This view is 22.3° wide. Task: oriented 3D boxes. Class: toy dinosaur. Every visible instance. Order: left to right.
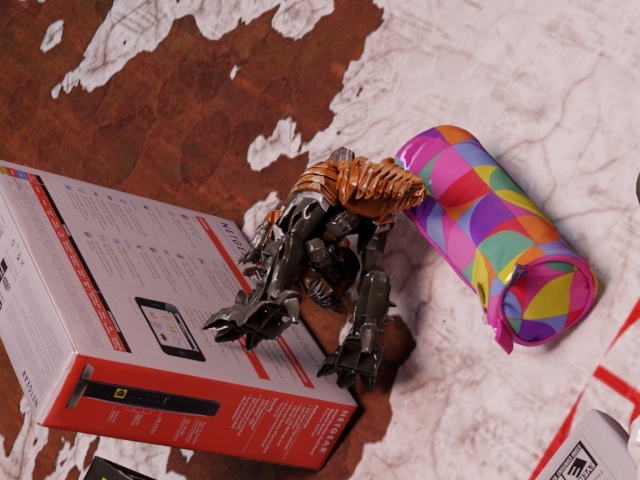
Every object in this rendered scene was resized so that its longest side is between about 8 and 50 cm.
[{"bbox_3d":[0.000,0.000,1.470,0.322,0.164,0.218,100,-175,-68],"label":"toy dinosaur"}]

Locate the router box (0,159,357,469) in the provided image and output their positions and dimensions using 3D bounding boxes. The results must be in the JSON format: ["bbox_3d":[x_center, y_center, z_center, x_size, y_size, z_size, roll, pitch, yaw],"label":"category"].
[{"bbox_3d":[-0.164,0.067,1.549,0.082,0.301,0.335,-61,36,20],"label":"router box"}]

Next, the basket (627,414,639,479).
[{"bbox_3d":[0.377,0.124,0.842,0.331,0.266,0.328,-55,13,20],"label":"basket"}]

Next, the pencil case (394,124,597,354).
[{"bbox_3d":[0.144,-0.007,1.409,0.104,0.104,0.236,-51,37,15],"label":"pencil case"}]

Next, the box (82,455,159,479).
[{"bbox_3d":[-0.097,0.266,1.455,0.184,0.191,0.045,23,85,51],"label":"box"}]

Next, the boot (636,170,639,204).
[{"bbox_3d":[0.389,-0.009,1.101,0.377,0.138,0.284,-34,45,37],"label":"boot"}]

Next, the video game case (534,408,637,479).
[{"bbox_3d":[0.146,0.309,1.078,0.329,0.036,0.300,-54,21,11],"label":"video game case"}]
